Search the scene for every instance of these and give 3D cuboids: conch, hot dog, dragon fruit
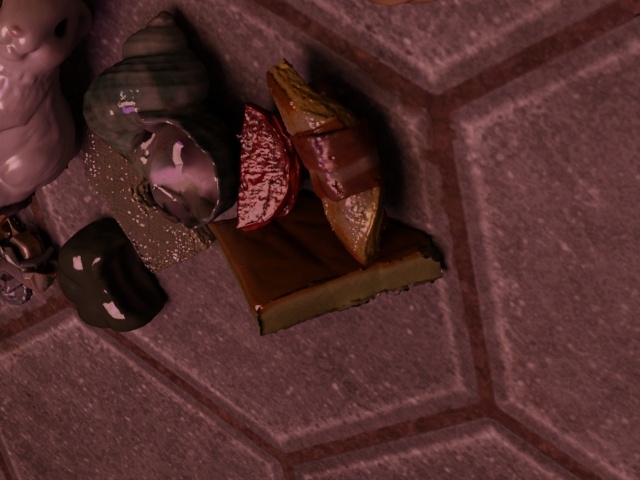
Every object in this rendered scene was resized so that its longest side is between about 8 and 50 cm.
[{"bbox_3d":[-0.198,-0.152,1.677,0.220,0.196,0.277,1,93,62],"label":"conch"},{"bbox_3d":[0.026,-0.104,1.568,0.261,0.093,0.123,65,173,-17],"label":"hot dog"},{"bbox_3d":[-0.049,-0.094,1.647,0.083,0.106,0.162,3,98,22],"label":"dragon fruit"}]

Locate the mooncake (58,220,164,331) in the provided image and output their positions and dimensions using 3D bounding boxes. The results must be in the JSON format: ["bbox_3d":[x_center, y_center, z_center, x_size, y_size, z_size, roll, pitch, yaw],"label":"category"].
[{"bbox_3d":[-0.316,0.058,1.997,0.175,0.104,0.168,46,134,-3],"label":"mooncake"}]

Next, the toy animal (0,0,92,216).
[{"bbox_3d":[-0.400,-0.213,1.771,0.194,0.258,0.357,40,128,11],"label":"toy animal"}]

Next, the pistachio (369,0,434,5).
[{"bbox_3d":[0.060,-0.372,1.279,0.188,0.187,0.299,-9,109,44],"label":"pistachio"}]

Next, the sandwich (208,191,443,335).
[{"bbox_3d":[0.000,0.000,1.667,0.212,0.245,0.063,-121,20,-46],"label":"sandwich"}]

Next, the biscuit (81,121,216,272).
[{"bbox_3d":[-0.260,-0.072,1.884,0.147,0.046,0.250,-20,107,48],"label":"biscuit"}]

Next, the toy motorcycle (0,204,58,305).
[{"bbox_3d":[-0.486,-0.005,2.109,0.130,0.094,0.229,1,109,35],"label":"toy motorcycle"}]
